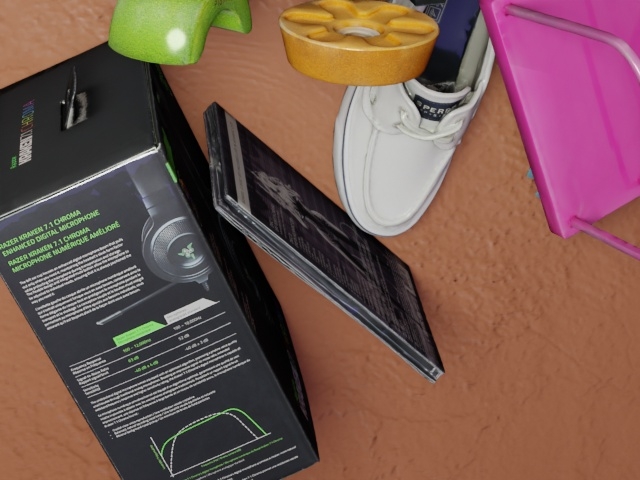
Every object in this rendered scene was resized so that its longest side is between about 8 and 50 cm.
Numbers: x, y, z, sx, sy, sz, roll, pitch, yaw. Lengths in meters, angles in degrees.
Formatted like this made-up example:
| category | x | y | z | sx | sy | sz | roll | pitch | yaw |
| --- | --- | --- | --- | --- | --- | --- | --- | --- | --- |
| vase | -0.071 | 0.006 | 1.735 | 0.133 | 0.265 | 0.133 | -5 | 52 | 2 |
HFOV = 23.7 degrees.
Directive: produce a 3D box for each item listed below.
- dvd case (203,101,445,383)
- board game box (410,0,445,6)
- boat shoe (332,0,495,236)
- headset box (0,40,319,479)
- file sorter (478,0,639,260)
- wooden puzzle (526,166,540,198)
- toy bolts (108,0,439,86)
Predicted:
| category | x | y | z | sx | sy | sz | roll | pitch | yaw |
| --- | --- | --- | --- | --- | --- | --- | --- | --- | --- |
| dvd case | 0.000 | 0.000 | 1.139 | 0.018 | 0.164 | 0.221 | -43 | 115 | 15 |
| board game box | 0.057 | -0.268 | 1.042 | 0.026 | 0.126 | 0.186 | -7 | 116 | -13 |
| boat shoe | 0.081 | -0.115 | 1.141 | 0.096 | 0.088 | 0.267 | 14 | 112 | -16 |
| headset box | -0.127 | 0.012 | 1.079 | 0.131 | 0.246 | 0.283 | -24 | 116 | 3 |
| file sorter | 0.303 | -0.130 | 1.080 | 0.291 | 0.182 | 0.202 | -29 | 118 | -14 |
| wooden puzzle | 0.199 | -0.067 | 1.231 | 0.049 | 0.006 | 0.083 | 15 | 112 | -17 |
| toy bolts | -0.010 | -0.214 | 0.989 | 0.218 | 0.228 | 0.158 | 13 | 117 | 18 |
